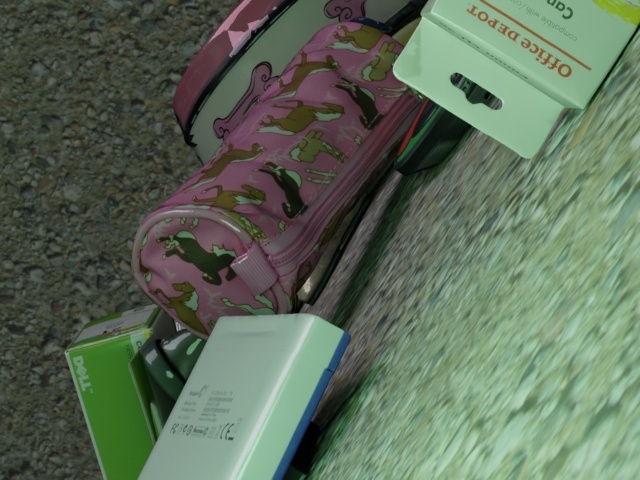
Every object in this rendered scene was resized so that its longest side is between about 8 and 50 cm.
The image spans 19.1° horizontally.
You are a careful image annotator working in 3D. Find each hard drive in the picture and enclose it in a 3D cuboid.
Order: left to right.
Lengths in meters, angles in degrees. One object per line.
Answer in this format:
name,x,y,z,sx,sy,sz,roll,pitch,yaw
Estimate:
hard drive,-0.097,0.203,1.372,0.319,0.040,0.210,-64,18,-13
hard drive,-0.048,0.199,1.390,0.135,0.022,0.094,-57,4,17

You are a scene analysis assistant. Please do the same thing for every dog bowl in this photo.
dog bowl,-0.004,-0.215,2.249,0.408,0.150,0.408,-42,-7,-6

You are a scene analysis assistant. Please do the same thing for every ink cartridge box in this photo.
ink cartridge box,-0.185,0.184,1.880,0.097,0.189,0.255,-15,9,6
ink cartridge box,0.142,-0.159,1.167,0.198,0.115,0.067,-59,4,3

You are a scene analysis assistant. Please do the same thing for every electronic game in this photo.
electronic game,0.134,-0.157,1.719,0.229,0.048,0.229,-58,5,7

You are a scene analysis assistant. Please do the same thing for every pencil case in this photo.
pencil case,-0.025,-0.060,1.800,0.386,0.160,0.167,-51,-8,-45

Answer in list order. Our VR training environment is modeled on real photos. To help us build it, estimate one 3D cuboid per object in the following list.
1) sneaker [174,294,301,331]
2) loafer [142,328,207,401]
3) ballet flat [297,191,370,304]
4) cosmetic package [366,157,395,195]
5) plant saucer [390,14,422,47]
sneaker,-0.127,0.108,2.171,0.385,0.145,0.147,-60,4,-10
loafer,-0.087,0.115,1.878,0.084,0.096,0.267,-42,-12,10
ballet flat,0.000,0.000,2.092,0.168,0.052,0.057,-61,6,-37
cosmetic package,0.064,-0.102,2.161,0.115,0.041,0.060,-53,6,48
plant saucer,0.077,-0.183,2.136,0.241,0.037,0.241,-42,-8,-7
